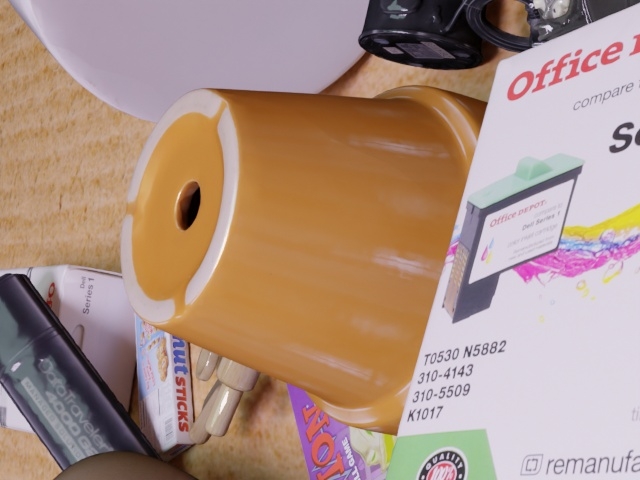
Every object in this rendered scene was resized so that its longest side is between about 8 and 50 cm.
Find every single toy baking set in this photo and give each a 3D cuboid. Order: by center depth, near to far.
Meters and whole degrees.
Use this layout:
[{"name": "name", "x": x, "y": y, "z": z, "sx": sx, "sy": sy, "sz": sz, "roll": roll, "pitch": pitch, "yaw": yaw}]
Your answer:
[{"name": "toy baking set", "x": -0.056, "y": 0.028, "z": 0.942, "sx": 0.256, "sy": 0.030, "sz": 0.197, "roll": -66, "pitch": 18, "yaw": 12}]

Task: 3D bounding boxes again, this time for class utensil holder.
[{"name": "utensil holder", "x": -0.136, "y": -0.301, "z": 0.966, "sx": 0.385, "sy": 0.327, "sz": 0.327, "roll": 49, "pitch": 119, "yaw": 48}]

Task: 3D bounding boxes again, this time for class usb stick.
[{"name": "usb stick", "x": -0.216, "y": 0.145, "z": 1.061, "sx": 0.077, "sy": 0.045, "sz": 0.278, "roll": -41, "pitch": 71, "yaw": 0}]

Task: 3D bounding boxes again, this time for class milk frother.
[{"name": "milk frother", "x": 0.101, "y": -0.186, "z": 0.786, "sx": 0.143, "sy": 0.129, "sz": 0.135, "roll": 9, "pitch": 85, "yaw": 14}]

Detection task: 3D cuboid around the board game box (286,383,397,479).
[{"name": "board game box", "x": 0.073, "y": 0.138, "z": 0.743, "sx": 0.208, "sy": 0.056, "sz": 0.347, "roll": -53, "pitch": 40, "yaw": 38}]

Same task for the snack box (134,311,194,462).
[{"name": "snack box", "x": -0.141, "y": 0.107, "z": 1.093, "sx": 0.064, "sy": 0.022, "sz": 0.178, "roll": -39, "pitch": 49, "yaw": 45}]

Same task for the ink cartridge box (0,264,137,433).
[{"name": "ink cartridge box", "x": -0.268, "y": 0.110, "z": 1.215, "sx": 0.219, "sy": 0.092, "sz": 0.160, "roll": -3, "pitch": 77, "yaw": 54}]

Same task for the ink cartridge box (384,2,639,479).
[{"name": "ink cartridge box", "x": 0.152, "y": 0.031, "z": 0.534, "sx": 0.201, "sy": 0.117, "sz": 0.278, "roll": -17, "pitch": 50, "yaw": 52}]

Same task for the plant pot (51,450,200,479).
[{"name": "plant pot", "x": -0.132, "y": 0.259, "z": 0.861, "sx": 0.274, "sy": 0.256, "sz": 0.256, "roll": -132, "pitch": 60, "yaw": -70}]

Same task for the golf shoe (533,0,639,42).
[{"name": "golf shoe", "x": 0.177, "y": -0.201, "z": 0.665, "sx": 0.105, "sy": 0.120, "sz": 0.273, "roll": 4, "pitch": 105, "yaw": 50}]

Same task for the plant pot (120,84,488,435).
[{"name": "plant pot", "x": 0.000, "y": 0.000, "z": 0.687, "sx": 0.205, "sy": 0.188, "sz": 0.205, "roll": -24, "pitch": 60, "yaw": 50}]
